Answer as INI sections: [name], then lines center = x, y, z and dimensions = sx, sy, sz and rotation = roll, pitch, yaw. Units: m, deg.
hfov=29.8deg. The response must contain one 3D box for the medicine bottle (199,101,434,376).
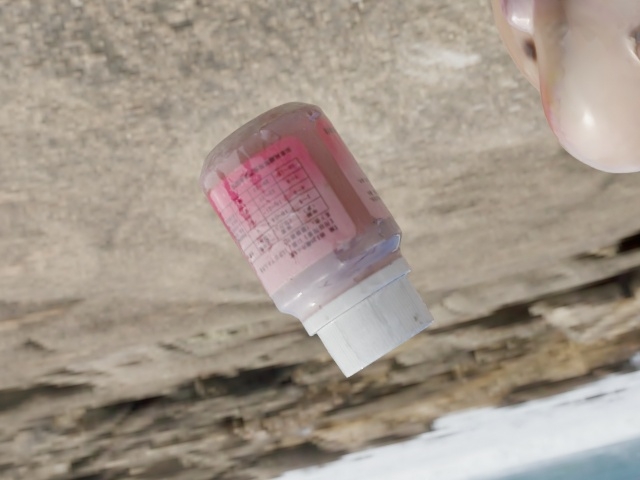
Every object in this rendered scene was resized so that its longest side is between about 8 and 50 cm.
[medicine bottle]
center = 0.000, 0.000, 1.137
dimensions = 0.147, 0.247, 0.147
rotation = -32, 175, -3

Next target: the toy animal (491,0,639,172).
[toy animal]
center = 0.169, -0.095, 0.431
dimensions = 0.149, 0.165, 0.248
rotation = 0, -166, -38
